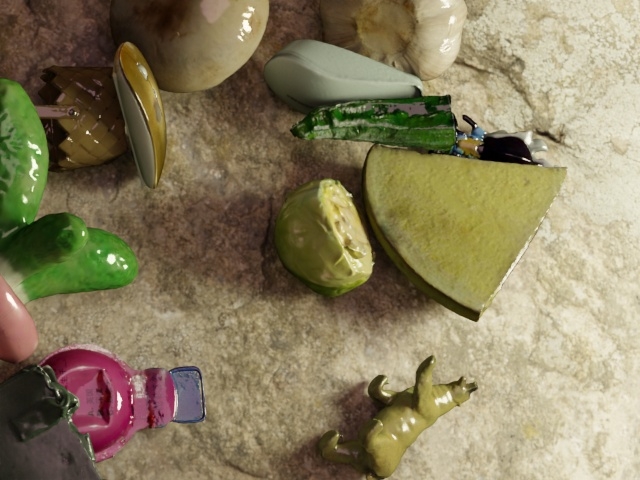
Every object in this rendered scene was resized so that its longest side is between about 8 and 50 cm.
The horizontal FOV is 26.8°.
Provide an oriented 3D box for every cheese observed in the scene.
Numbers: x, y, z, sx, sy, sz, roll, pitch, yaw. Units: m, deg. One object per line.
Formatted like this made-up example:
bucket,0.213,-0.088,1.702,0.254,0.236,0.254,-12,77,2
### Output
cheese,-0.268,0.204,1.712,0.244,0.062,0.155,-3,75,-17

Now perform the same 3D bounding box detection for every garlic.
garlic,0.115,-0.335,1.940,0.218,0.218,0.212,41,31,0

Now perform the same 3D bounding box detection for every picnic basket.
picnic basket,-0.350,-0.159,1.766,0.178,0.128,0.137,-4,86,-26

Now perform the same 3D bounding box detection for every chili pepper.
chili pepper,0.071,-0.155,1.841,0.227,0.059,0.088,-4,64,-5

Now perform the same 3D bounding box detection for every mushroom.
mushroom,-0.177,-0.310,1.845,0.226,0.178,0.226,-7,68,17

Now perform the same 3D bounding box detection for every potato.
potato,0.172,-0.044,1.882,0.255,0.112,0.269,32,65,8

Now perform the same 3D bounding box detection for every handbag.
handbag,-0.378,0.308,1.608,0.260,0.079,0.247,-29,82,-4

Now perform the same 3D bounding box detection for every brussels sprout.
brussels sprout,-0.004,0.000,1.808,0.149,0.122,0.151,39,27,-40

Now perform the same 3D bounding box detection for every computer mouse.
computer mouse,-0.231,-0.164,1.772,0.045,0.199,0.102,-7,32,5
computer mouse,0.031,-0.209,1.887,0.231,0.128,0.079,16,69,-6

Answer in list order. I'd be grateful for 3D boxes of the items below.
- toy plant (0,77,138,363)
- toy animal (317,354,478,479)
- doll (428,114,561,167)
toy plant,-0.418,0.025,1.631,0.356,0.210,0.317,-41,114,-17
toy animal,0.109,0.238,1.797,0.218,0.103,0.101,-46,108,-24
doll,0.257,-0.123,1.950,0.195,0.070,0.096,15,86,-3
